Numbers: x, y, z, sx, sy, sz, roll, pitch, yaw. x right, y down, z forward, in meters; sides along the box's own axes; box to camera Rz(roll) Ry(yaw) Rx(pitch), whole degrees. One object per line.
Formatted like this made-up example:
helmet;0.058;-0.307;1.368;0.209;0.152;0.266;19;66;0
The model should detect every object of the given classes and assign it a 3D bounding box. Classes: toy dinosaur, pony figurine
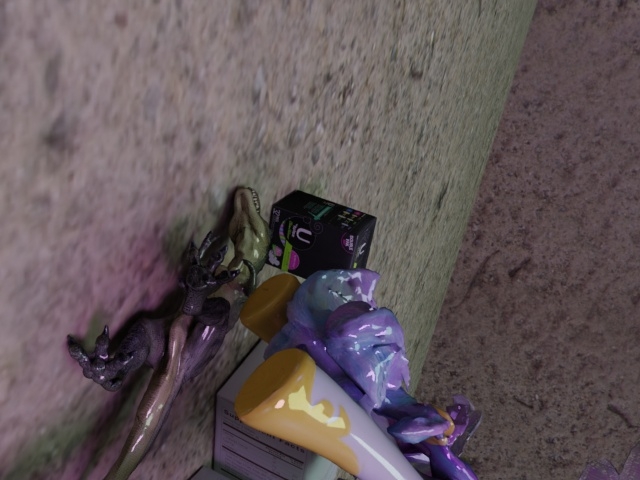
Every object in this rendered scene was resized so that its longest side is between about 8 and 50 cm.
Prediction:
toy dinosaur;-0.095;0.063;0.425;0.268;0.064;0.118;-59;167;-22
pony figurine;0.060;0.197;0.408;0.363;0.303;0.351;53;58;-18

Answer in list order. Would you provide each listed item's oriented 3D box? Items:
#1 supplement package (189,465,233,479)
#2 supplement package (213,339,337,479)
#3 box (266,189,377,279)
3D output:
supplement package;-0.073;0.351;0.572;0.149;0.203;0.194;-27;134;-65
supplement package;-0.039;0.204;0.673;0.105;0.105;0.179;-47;153;-50
box;0.000;0.000;0.596;0.052;0.083;0.062;-42;148;-57
